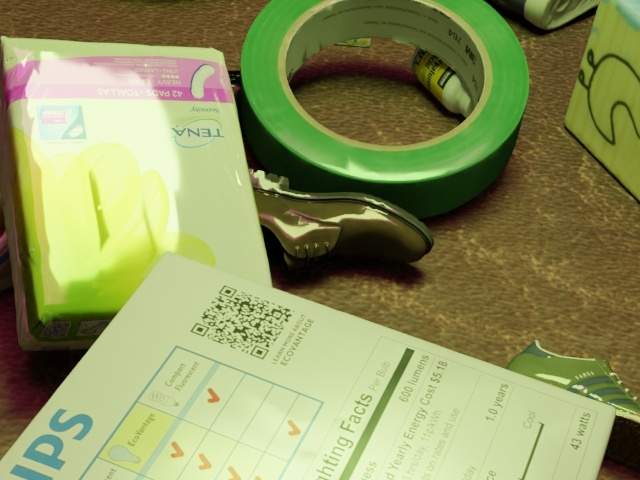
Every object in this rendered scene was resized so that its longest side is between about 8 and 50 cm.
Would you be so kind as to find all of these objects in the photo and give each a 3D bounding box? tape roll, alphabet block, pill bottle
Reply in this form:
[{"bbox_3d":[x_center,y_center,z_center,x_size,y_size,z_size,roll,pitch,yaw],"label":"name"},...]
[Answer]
[{"bbox_3d":[0.070,-0.171,1.421,0.321,0.077,0.321,2,55,-2],"label":"tape roll"},{"bbox_3d":[0.427,-0.178,1.456,0.193,0.197,0.192,-12,43,-22],"label":"alphabet block"},{"bbox_3d":[0.164,-0.195,1.533,0.065,0.065,0.116,-16,45,-26],"label":"pill bottle"}]

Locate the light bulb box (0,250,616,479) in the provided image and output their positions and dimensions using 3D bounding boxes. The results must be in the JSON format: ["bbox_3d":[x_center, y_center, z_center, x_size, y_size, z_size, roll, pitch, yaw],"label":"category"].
[{"bbox_3d":[-0.028,0.240,0.869,0.361,0.225,0.358,19,42,13],"label":"light bulb box"}]

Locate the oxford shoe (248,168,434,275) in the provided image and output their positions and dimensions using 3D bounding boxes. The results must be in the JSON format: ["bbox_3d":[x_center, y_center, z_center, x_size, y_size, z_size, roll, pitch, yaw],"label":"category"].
[{"bbox_3d":[0.000,0.000,1.281,0.227,0.083,0.096,9,55,6],"label":"oxford shoe"}]

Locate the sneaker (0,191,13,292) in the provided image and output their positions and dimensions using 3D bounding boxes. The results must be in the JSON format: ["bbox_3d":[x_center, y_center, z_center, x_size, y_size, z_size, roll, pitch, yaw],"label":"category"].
[{"bbox_3d":[-0.367,0.030,1.162,0.087,0.092,0.228,31,47,23],"label":"sneaker"}]

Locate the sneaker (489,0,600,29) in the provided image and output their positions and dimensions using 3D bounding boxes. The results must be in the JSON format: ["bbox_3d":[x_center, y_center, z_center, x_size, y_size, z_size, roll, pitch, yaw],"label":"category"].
[{"bbox_3d":[0.328,-0.430,1.785,0.323,0.130,0.236,-30,57,-29],"label":"sneaker"}]

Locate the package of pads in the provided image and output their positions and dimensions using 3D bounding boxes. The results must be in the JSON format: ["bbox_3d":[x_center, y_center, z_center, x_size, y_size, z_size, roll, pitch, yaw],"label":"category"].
[{"bbox_3d":[-0.177,-0.044,1.182,0.229,0.101,0.296,-1,65,-26],"label":"package of pads"}]

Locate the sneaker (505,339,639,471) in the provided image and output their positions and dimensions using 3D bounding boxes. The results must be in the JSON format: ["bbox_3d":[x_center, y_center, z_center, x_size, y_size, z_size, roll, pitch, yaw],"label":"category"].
[{"bbox_3d":[0.259,0.144,1.150,0.192,0.064,0.086,18,46,16],"label":"sneaker"}]

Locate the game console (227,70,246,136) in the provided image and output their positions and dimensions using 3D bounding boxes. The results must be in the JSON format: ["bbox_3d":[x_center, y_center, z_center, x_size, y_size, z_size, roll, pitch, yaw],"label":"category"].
[{"bbox_3d":[-0.116,-0.161,1.490,0.122,0.071,0.107,-4,12,-15],"label":"game console"}]

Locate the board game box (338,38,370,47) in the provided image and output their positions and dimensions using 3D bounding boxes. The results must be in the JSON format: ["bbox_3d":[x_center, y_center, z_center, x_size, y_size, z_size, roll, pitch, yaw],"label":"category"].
[{"bbox_3d":[0.015,-0.312,1.675,0.103,0.026,0.154,4,40,-4],"label":"board game box"}]
